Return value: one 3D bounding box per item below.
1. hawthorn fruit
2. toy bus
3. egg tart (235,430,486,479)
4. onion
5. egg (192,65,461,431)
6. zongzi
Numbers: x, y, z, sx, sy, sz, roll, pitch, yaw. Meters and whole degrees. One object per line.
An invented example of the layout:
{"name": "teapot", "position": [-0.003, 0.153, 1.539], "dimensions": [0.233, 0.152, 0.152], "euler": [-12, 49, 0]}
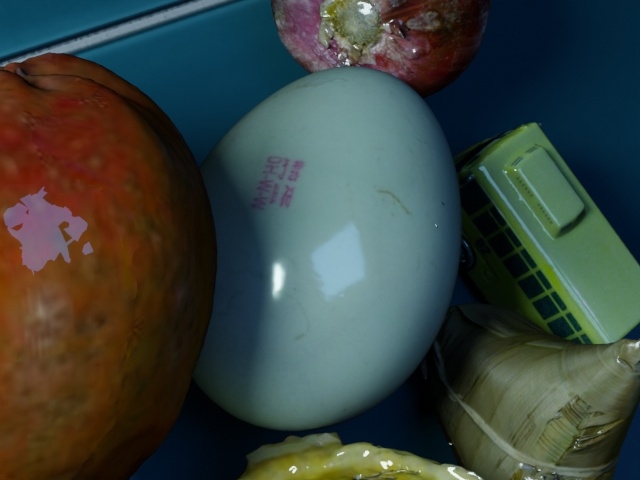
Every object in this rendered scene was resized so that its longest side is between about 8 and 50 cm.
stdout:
{"name": "hawthorn fruit", "position": [-0.186, 0.048, 0.937], "dimensions": [0.277, 0.277, 0.298], "euler": [-11, 95, -33]}
{"name": "toy bus", "position": [0.157, 0.004, 1.235], "dimensions": [0.088, 0.101, 0.175], "euler": [-36, 91, -34]}
{"name": "egg tart", "position": [0.016, 0.261, 0.947], "dimensions": [0.341, 0.132, 0.341], "euler": [-7, 63, 14]}
{"name": "onion", "position": [0.056, -0.184, 1.220], "dimensions": [0.159, 0.159, 0.195], "euler": [52, 34, -4]}
{"name": "egg", "position": [0.000, 0.000, 1.095], "dimensions": [0.183, 0.183, 0.264], "euler": [33, 53, -16]}
{"name": "zongzi", "position": [0.144, 0.082, 1.120], "dimensions": [0.099, 0.197, 0.194], "euler": [-4, 41, -23]}
